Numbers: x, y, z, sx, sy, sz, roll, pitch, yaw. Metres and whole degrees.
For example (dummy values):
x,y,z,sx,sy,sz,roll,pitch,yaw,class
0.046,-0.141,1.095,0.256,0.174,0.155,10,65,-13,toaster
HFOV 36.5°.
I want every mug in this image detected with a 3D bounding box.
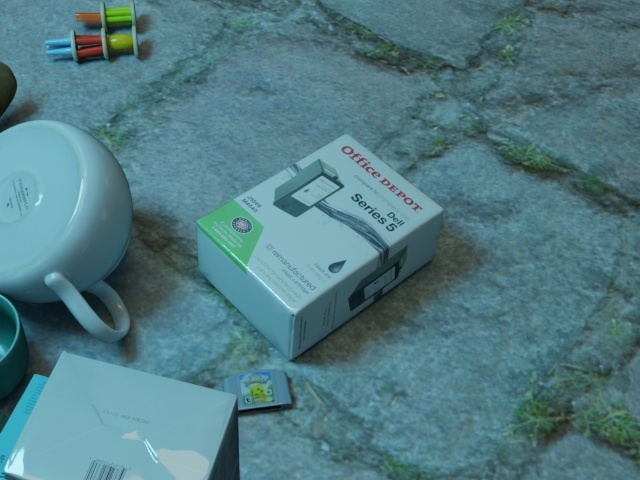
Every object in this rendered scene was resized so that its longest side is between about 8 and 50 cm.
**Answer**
x,y,z,sx,sy,sz,roll,pitch,yaw,class
-0.424,0.127,1.182,0.129,0.097,0.157,-9,51,-11,mug

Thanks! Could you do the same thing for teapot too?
x,y,z,sx,sy,sz,roll,pitch,yaw,class
-0.336,-0.019,1.265,0.252,0.187,0.256,11,75,29,teapot

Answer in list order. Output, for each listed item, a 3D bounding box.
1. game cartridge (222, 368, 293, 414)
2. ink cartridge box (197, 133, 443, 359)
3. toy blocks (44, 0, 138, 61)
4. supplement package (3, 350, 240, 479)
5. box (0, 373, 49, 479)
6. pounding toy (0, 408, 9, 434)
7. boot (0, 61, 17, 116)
x,y,z,sx,sy,sz,roll,pitch,yaw,class
-0.080,0.188,1.212,0.083,0.017,0.056,-6,47,-10,game cartridge
0.000,0.000,1.309,0.273,0.115,0.198,-34,60,-28,ink cartridge box
-0.380,-0.348,1.610,0.148,0.054,0.123,-5,52,-9,toy blocks
-0.198,0.251,1.028,0.194,0.203,0.149,13,51,7,supplement package
-0.335,0.277,1.063,0.060,0.100,0.244,14,50,9,box
-0.476,0.258,1.079,0.206,0.094,0.181,9,54,15,pounding toy
-0.522,-0.144,1.375,0.115,0.112,0.305,15,51,30,boot
